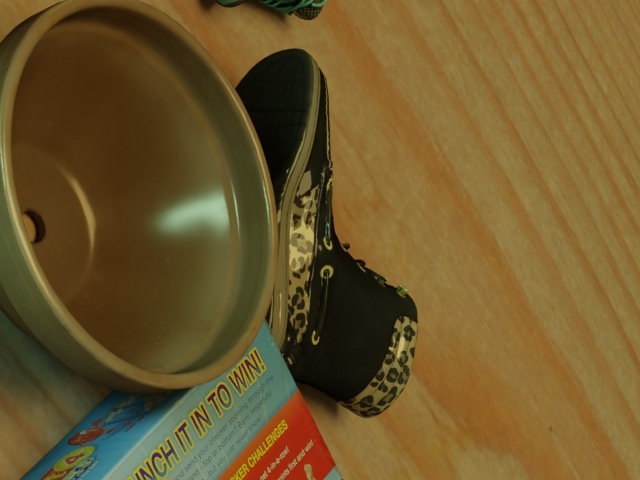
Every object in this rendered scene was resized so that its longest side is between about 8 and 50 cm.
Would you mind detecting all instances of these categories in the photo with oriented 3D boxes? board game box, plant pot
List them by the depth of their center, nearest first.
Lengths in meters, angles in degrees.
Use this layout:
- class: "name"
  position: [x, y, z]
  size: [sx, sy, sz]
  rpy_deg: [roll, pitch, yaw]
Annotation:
- class: "plant pot"
  position: [-0.139, -0.019, 1.093]
  size: [0.237, 0.110, 0.237]
  rpy_deg: [27, 55, -47]
- class: "board game box"
  position: [-0.072, 0.253, 1.106]
  size: [0.308, 0.086, 0.302]
  rpy_deg: [-44, 113, -52]

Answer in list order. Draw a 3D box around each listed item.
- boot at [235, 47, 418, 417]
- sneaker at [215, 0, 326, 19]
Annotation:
- class: "boot"
  position: [-0.002, 0.001, 1.304]
  size: [0.179, 0.085, 0.236]
  rpy_deg: [30, 61, -48]
- class: "sneaker"
  position: [-0.023, -0.197, 1.368]
  size: [0.166, 0.065, 0.076]
  rpy_deg: [-42, 116, -51]
